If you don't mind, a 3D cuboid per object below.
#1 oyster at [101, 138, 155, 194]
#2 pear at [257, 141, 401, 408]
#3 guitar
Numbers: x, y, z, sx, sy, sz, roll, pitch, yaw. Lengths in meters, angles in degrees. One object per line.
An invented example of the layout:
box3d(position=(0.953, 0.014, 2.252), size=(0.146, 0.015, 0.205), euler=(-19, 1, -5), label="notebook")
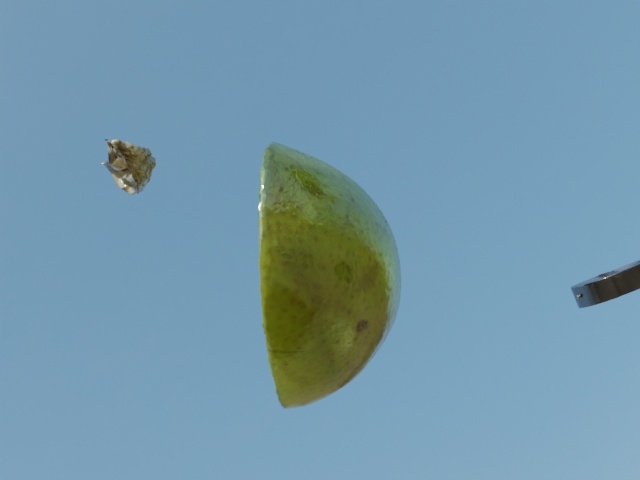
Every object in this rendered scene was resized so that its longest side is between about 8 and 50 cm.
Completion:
box3d(position=(-0.197, -0.083, 1.067), size=(0.038, 0.083, 0.081), euler=(-47, -52, -17), label="oyster")
box3d(position=(0.004, 0.002, 1.110), size=(0.139, 0.288, 0.239), euler=(-7, -36, 14), label="pear")
box3d(position=(0.353, 0.013, 1.019), size=(0.233, 0.025, 0.088), euler=(-21, -5, -8), label="guitar")
